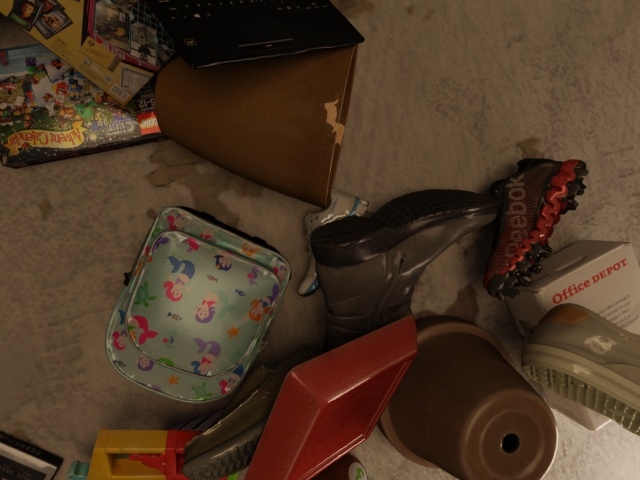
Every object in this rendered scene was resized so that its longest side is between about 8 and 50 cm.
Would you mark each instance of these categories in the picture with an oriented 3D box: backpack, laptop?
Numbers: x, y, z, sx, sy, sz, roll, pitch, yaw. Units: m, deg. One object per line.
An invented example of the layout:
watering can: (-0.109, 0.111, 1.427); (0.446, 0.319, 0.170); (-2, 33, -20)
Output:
backpack: (-0.178, 0.100, 0.659); (0.225, 0.191, 0.253); (26, 92, -12)
laptop: (-0.089, -0.338, 0.495); (0.234, 0.136, 0.264); (-24, 68, -31)

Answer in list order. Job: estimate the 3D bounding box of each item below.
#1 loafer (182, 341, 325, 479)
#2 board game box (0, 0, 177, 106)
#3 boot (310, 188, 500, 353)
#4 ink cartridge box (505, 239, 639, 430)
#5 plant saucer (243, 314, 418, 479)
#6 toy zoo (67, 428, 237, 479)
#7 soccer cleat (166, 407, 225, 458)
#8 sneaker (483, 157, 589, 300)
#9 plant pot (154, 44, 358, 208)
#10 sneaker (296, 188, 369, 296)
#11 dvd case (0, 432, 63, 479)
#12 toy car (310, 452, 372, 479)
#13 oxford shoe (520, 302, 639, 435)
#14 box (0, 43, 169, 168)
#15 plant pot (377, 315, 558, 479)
loafer: (-0.081, 0.228, 0.629); (0.251, 0.094, 0.087); (-27, 55, -31)
board game box: (-0.274, -0.294, 0.521); (0.165, 0.042, 0.243); (-42, 139, 8)
boot: (0.140, 0.051, 0.743); (0.338, 0.118, 0.222); (-16, 114, -18)
ink cartridge box: (0.479, 0.159, 0.819); (0.198, 0.115, 0.272); (-26, 98, -9)
plant saucer: (0.026, 0.244, 0.643); (0.259, 0.048, 0.259); (-10, 132, -45)
toy zoo: (-0.216, 0.344, 0.679); (0.293, 0.030, 0.192); (6, 127, -12)
soccer cleat: (-0.133, 0.293, 0.732); (0.248, 0.095, 0.083); (-10, 131, 2)
sneaker: (0.335, -0.031, 0.779); (0.135, 0.097, 0.276); (27, 79, 33)
plant pot: (-0.092, -0.184, 0.654); (0.255, 0.237, 0.237); (11, 90, 2)
sneaker: (0.000, 0.000, 0.751); (0.083, 0.071, 0.190); (29, 81, 0)
dvd case: (-0.530, 0.398, 0.673); (0.179, 0.029, 0.238); (31, 87, -11)
toy car: (0.027, 0.429, 0.702); (0.155, 0.188, 0.149); (44, 84, -10)
oxford shoe: (0.510, 0.229, 0.698); (0.449, 0.169, 0.130); (30, 69, -10)
box: (-0.360, -0.209, 0.675); (0.233, 0.044, 0.159); (-14, 94, -10)
plant pot: (0.232, 0.265, 0.718); (0.263, 0.229, 0.262); (0, 91, -10)
